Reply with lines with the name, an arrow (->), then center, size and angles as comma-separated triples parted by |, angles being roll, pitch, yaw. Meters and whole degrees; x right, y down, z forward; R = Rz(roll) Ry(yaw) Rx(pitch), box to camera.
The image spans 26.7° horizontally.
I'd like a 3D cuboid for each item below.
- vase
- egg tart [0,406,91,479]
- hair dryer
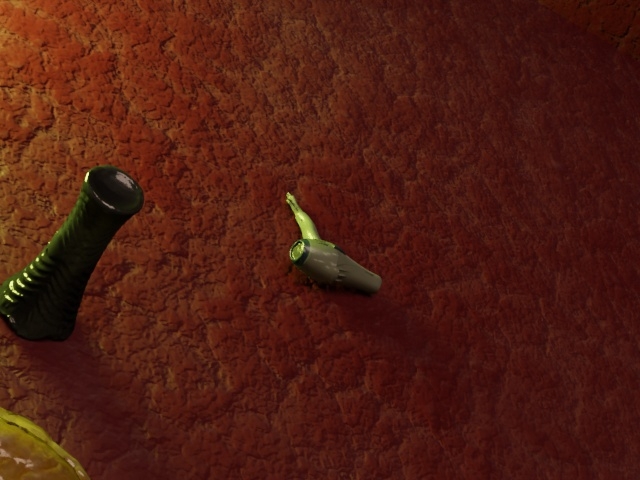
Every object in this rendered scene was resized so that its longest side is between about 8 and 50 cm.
vase -> -0.304, 0.013, 1.659 | 0.115, 0.237, 0.115 | 24, 38, -20
egg tart -> -0.367, 0.311, 1.331 | 0.443, 0.178, 0.443 | 23, 40, -21
hair dryer -> 0.016, 0.014, 2.118 | 0.167, 0.067, 0.199 | 33, 20, -24
